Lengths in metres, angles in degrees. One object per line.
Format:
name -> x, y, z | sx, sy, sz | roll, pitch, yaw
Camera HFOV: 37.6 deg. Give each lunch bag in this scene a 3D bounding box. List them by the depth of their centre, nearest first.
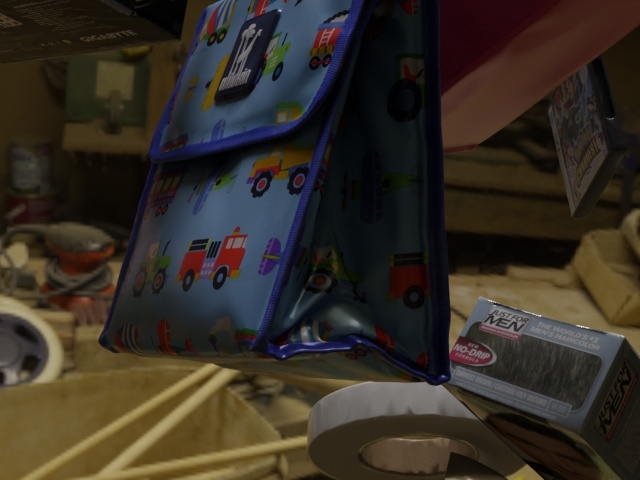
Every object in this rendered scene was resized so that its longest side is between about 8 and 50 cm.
lunch bag -> -0.020, -0.062, 0.621 | 0.138, 0.293, 0.221 | 14, -13, -33

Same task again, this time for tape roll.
tape roll -> 0.168, 0.345, 1.630 | 0.392, 0.392, 0.072 | 5, 58, -5

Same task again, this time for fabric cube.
fabric cube -> 0.117, -0.248, 0.835 | 0.254, 0.258, 0.259 | -15, 72, -54

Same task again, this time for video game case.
video game case -> 0.479, -0.206, 1.716 | 0.035, 0.248, 0.275 | -6, -23, -1

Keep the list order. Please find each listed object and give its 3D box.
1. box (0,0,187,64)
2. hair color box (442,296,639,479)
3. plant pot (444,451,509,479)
box -> -0.291, -0.204, 0.662 | 0.322, 0.079, 0.257 | 1, -12, 35
hair color box -> 0.311, 0.220, 1.073 | 0.185, 0.114, 0.374 | 14, -24, 47
plant pot -> 0.268, 0.500, 1.494 | 0.190, 0.284, 0.284 | 13, 21, 11
